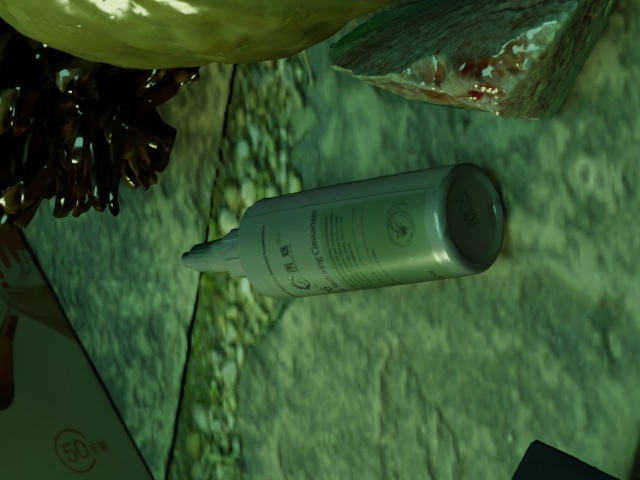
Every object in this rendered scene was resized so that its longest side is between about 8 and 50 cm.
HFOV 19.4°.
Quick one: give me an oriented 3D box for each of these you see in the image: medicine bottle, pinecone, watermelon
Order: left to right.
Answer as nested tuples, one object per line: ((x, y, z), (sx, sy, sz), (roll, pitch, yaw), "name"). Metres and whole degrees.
((-0.164, -0.101, 1.008), (0.221, 0.221, 0.221), (8, 103, 38), "pinecone")
((0.000, 0.000, 0.974), (0.199, 0.058, 0.057), (-8, 93, 40), "medicine bottle")
((0.074, -0.090, 0.883), (0.180, 0.094, 0.081), (-12, 93, 55), "watermelon")

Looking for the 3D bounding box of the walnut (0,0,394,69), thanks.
((-0.052, -0.189, 0.846), (0.283, 0.283, 0.227), (37, 136, 29), "walnut")

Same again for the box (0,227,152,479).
((-0.285, 0.058, 1.113), (0.143, 0.225, 0.341), (-41, 73, 34), "box")

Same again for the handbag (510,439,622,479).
((0.163, 0.276, 0.780), (0.303, 0.122, 0.329), (26, 86, 20), "handbag")
